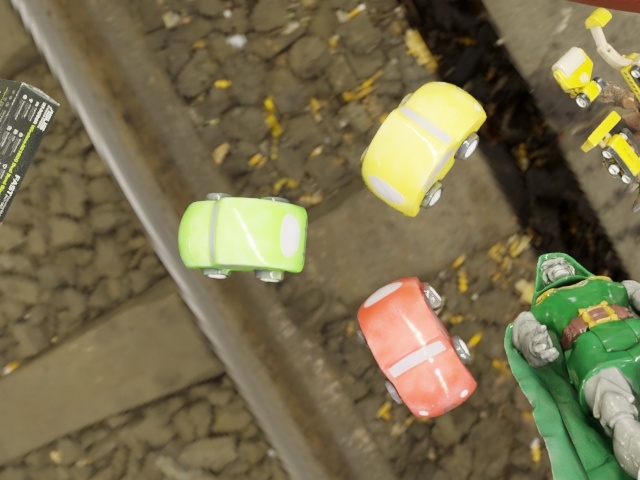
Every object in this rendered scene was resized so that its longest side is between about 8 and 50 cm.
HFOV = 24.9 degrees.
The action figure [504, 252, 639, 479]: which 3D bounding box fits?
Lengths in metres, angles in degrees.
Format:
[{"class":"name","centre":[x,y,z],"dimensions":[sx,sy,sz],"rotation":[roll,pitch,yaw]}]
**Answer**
[{"class":"action figure","centre":[0.141,0.059,0.679],"dimensions":[0.137,0.232,0.063],"rotation":[-14,111,-5]}]

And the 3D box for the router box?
[{"class":"router box","centre":[-0.258,-0.063,1.093],"dimensions":[0.092,0.038,0.122],"rotation":[17,79,49]}]

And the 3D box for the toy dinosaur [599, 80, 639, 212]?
[{"class":"toy dinosaur","centre":[0.370,-0.081,1.311],"dimensions":[0.296,0.200,0.127],"rotation":[20,131,-16]}]

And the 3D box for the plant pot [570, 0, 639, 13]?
[{"class":"plant pot","centre":[0.269,-0.365,1.369],"dimensions":[0.236,0.267,0.267],"rotation":[30,85,7]}]

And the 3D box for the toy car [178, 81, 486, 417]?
[{"class":"toy car","centre":[0.000,0.000,1.022],"dimensions":[0.225,0.053,0.239],"rotation":[2,82,15]}]

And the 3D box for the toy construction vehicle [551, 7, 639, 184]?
[{"class":"toy construction vehicle","centre":[0.199,-0.100,1.002],"dimensions":[0.098,0.086,0.035],"rotation":[48,157,-16]}]
